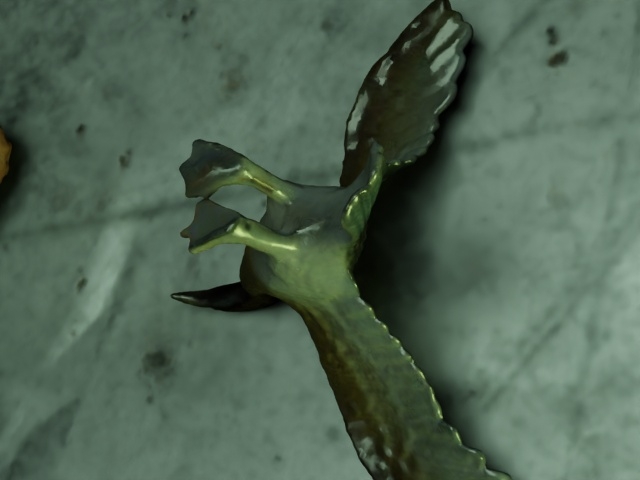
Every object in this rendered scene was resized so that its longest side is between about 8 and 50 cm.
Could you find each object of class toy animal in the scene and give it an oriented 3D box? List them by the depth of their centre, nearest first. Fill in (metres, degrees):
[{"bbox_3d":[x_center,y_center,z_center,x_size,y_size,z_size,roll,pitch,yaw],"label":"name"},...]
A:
[{"bbox_3d":[-0.012,-0.004,0.852,0.197,0.160,0.273,-5,68,26],"label":"toy animal"}]

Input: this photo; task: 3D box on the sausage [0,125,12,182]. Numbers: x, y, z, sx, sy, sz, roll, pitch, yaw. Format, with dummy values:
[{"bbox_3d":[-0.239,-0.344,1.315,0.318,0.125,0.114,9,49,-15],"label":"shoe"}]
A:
[{"bbox_3d":[-0.320,0.026,1.018,0.326,0.079,0.087,-31,40,16],"label":"sausage"}]
